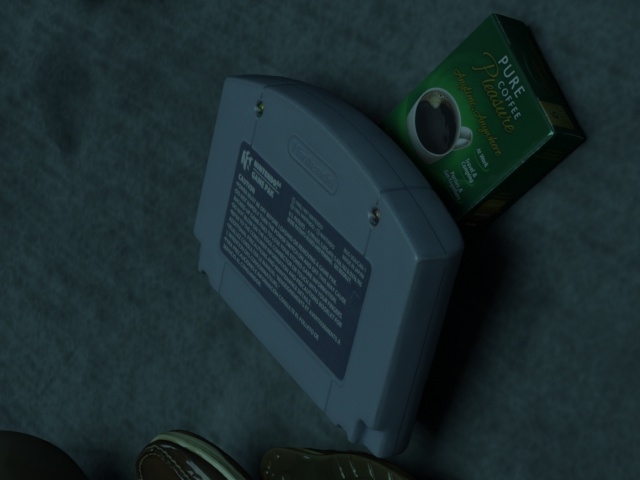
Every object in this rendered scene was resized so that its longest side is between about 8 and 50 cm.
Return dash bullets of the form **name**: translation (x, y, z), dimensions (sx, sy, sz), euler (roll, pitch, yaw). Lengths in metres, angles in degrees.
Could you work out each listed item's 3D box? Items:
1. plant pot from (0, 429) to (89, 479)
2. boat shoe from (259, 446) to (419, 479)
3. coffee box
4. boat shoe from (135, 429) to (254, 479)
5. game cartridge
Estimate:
- **plant pot**: translation (-0.260, 0.315, 1.462), dimensions (0.323, 0.323, 0.280), euler (-57, 32, 23)
- **boat shoe**: translation (0.031, 0.181, 1.323), dimensions (0.178, 0.060, 0.064), euler (8, 98, 49)
- **coffee box**: translation (0.098, -0.063, 1.312), dimensions (0.184, 0.040, 0.113), euler (-45, 54, 32)
- **boat shoe**: translation (-0.067, 0.253, 1.335), dimensions (0.257, 0.095, 0.095), euler (50, 133, 19)
- **game cartridge**: translation (0.000, 0.000, 1.347), dimensions (0.294, 0.060, 0.196), euler (45, 134, 47)
